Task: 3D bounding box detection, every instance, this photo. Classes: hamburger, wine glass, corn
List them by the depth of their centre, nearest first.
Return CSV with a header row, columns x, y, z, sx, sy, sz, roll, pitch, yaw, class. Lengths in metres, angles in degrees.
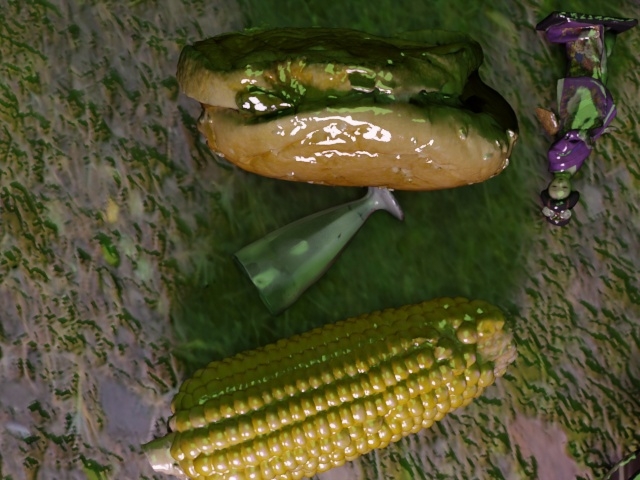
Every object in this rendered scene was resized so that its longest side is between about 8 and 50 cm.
x,y,z,sx,sy,sz,roll,pitch,yaw,class
0.026,-0.112,0.930,0.285,0.265,0.134,0,110,4,hamburger
0.008,0.138,0.972,0.347,0.130,0.130,-20,85,-4,corn
0.000,0.000,1.011,0.155,0.073,0.073,-34,86,-3,wine glass

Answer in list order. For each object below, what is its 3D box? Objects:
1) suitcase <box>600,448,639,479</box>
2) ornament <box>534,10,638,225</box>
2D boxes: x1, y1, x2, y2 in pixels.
x,y,z,sx,sy,sz,roll,pitch,yaw,class
0.398,0.278,0.937,0.339,0.194,0.351,2,84,5,suitcase
0.244,-0.115,1.021,0.088,0.081,0.203,7,85,0,ornament
